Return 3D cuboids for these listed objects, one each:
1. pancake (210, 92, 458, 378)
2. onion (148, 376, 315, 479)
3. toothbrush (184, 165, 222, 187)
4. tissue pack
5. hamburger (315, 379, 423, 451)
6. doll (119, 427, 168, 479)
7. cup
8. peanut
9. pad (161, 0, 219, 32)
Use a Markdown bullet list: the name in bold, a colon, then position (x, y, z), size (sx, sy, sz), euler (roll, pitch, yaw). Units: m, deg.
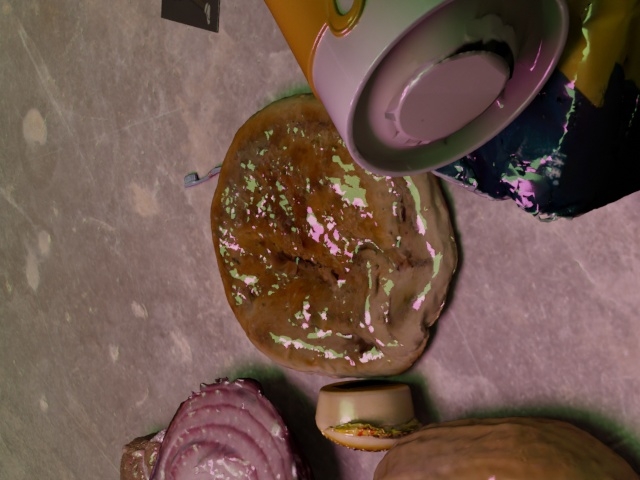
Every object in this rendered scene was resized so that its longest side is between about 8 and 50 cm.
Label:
- **pancake**: position (-0.001, -0.001, 1.322), size (0.387, 0.082, 0.387), euler (9, 105, 38)
- **onion**: position (-0.087, 0.345, 1.477), size (0.314, 0.146, 0.280), euler (47, 116, 37)
- **toothbrush**: position (-0.137, -0.105, 1.484), size (0.193, 0.013, 0.019), euler (-18, 80, 47)
- **tissue pack**: position (0.219, -0.254, 0.905), size (0.253, 0.264, 0.417), euler (28, 119, 36)
- **hamburger**: position (0.059, 0.217, 1.292), size (0.141, 0.126, 0.081), euler (-3, 89, 51)
- **doll**: position (-0.263, 0.354, 1.668), size (0.221, 0.105, 0.115), euler (-16, 96, 44)
- **cup**: position (0.073, -0.198, 0.779), size (0.241, 0.185, 0.226), euler (-40, 60, 10)
- **peanut**: position (0.204, 0.278, 1.144), size (0.340, 0.158, 0.174), euler (-16, 68, 43)
- **pad**: position (-0.179, -0.394, 1.455), size (0.127, 0.004, 0.190), euler (22, 115, 39)
